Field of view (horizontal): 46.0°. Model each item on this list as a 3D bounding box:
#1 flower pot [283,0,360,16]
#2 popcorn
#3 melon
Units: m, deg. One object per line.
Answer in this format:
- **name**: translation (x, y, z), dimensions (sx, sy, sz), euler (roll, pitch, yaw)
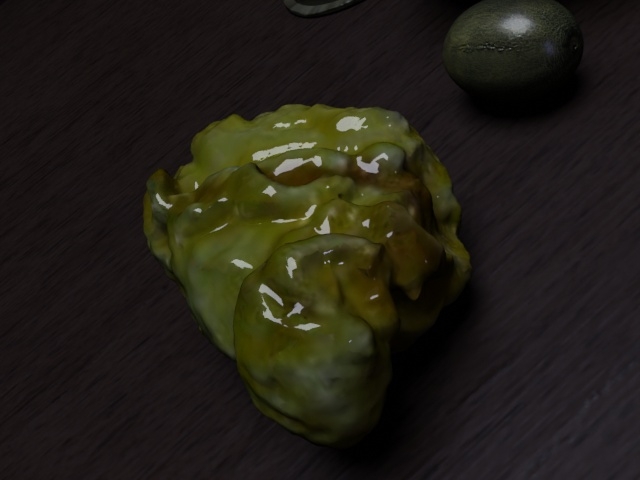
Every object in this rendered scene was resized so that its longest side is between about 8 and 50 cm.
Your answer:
- **flower pot**: translation (0.007, -0.438, 0.981), dimensions (0.212, 0.203, 0.212), euler (-17, 43, 16)
- **popcorn**: translation (0.000, 0.000, 0.571), dimensions (0.225, 0.174, 0.286), euler (-36, 39, -12)
- **melon**: translation (0.168, -0.171, 0.674), dimensions (0.130, 0.098, 0.098), euler (7, 55, 42)
